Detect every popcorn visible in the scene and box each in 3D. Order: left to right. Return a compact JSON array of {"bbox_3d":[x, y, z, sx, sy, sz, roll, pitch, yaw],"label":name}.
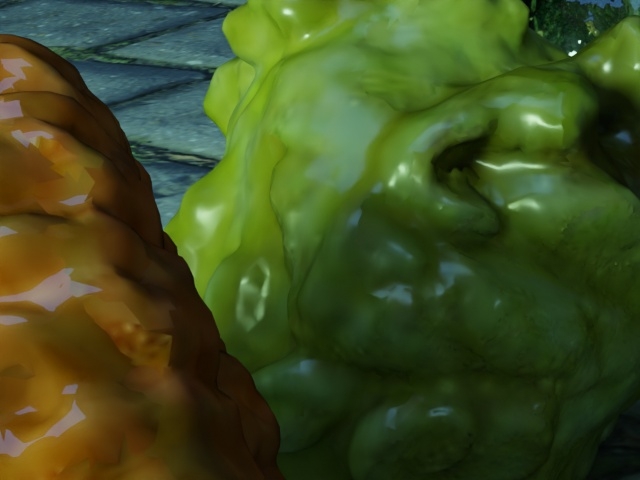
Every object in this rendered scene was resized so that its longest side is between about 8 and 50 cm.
[{"bbox_3d":[0.050,0.013,0.856,0.242,0.235,0.250,-1,57,37],"label":"popcorn"}]

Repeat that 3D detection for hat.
[{"bbox_3d":[-0.192,0.129,0.536,0.400,0.285,0.285,-19,16,4],"label":"hat"}]

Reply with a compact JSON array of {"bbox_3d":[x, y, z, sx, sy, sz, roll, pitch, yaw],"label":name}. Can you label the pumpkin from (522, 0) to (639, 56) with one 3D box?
[{"bbox_3d":[0.193,-0.114,1.296,0.190,0.146,0.190,-27,-6,-3],"label":"pumpkin"}]
